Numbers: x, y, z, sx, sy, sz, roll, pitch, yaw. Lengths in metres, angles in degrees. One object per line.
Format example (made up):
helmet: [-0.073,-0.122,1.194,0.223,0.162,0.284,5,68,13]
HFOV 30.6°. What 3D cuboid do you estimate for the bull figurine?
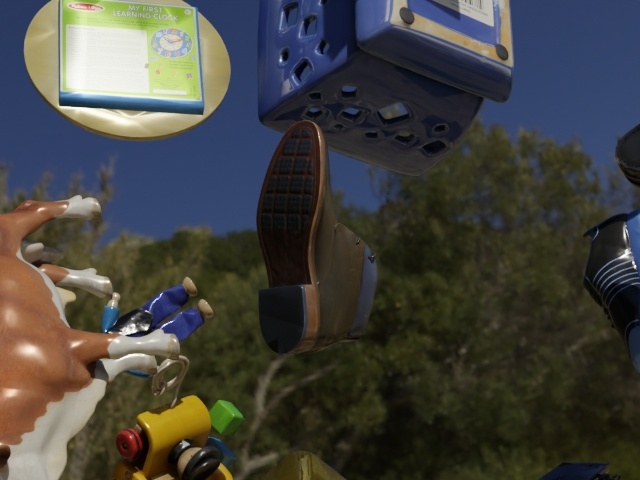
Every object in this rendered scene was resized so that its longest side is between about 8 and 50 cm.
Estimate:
bull figurine: [-0.237,0.083,0.976,0.188,0.310,0.101,-12,-38,-29]

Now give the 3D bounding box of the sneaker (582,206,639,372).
sneaker: [0.366,0.067,1.409,0.090,0.232,0.081,-24,-49,34]

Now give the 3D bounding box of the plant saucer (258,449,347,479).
plant saucer: [-0.020,0.477,1.509,0.333,0.081,0.333,41,-74,-20]

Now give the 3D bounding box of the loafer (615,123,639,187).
loafer: [0.430,-0.127,1.178,0.302,0.109,0.095,-13,-25,37]

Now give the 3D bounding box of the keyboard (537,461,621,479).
keyboard: [0.312,0.326,1.485,0.100,0.038,0.192,-7,5,37]

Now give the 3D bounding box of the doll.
doll: [-0.243,0.122,1.587,0.189,0.129,0.046,-34,-1,-26]

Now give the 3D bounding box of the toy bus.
toy bus: [-0.136,0.237,1.115,0.191,0.104,0.202,-47,-28,-10]

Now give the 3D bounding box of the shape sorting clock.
shape sorting clock: [-0.193,-0.182,1.182,0.206,0.206,0.040,-10,-26,-22]

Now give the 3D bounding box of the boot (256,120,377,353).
boot: [0.000,0.000,1.126,0.082,0.219,0.106,3,-4,41]

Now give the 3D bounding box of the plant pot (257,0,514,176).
plant pot: [0.081,-0.237,1.298,0.236,0.236,0.212,16,-28,-31]
